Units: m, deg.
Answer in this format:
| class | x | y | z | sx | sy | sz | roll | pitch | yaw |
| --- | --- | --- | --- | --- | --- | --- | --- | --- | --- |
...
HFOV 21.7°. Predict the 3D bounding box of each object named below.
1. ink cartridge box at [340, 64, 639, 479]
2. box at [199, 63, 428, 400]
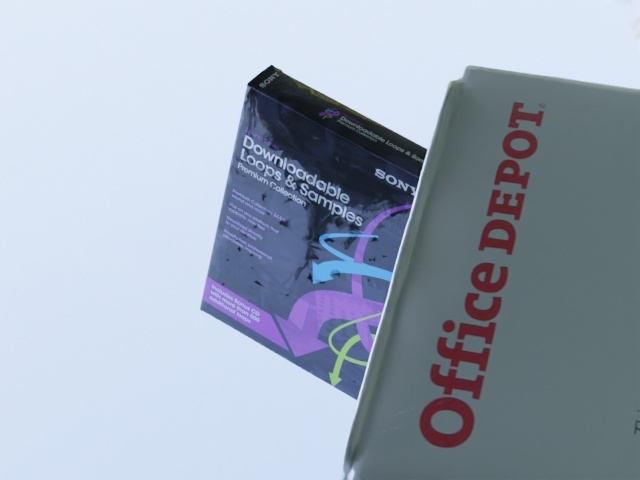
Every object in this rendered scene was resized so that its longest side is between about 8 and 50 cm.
| class | x | y | z | sx | sy | sz | roll | pitch | yaw |
| --- | --- | --- | --- | --- | --- | --- | --- | --- | --- |
| ink cartridge box | 0.180 | 0.068 | 0.639 | 0.307 | 0.129 | 0.223 | 10 | -131 | 10 |
| box | 0.000 | 0.000 | 0.890 | 0.116 | 0.162 | 0.029 | 29 | -140 | 17 |
